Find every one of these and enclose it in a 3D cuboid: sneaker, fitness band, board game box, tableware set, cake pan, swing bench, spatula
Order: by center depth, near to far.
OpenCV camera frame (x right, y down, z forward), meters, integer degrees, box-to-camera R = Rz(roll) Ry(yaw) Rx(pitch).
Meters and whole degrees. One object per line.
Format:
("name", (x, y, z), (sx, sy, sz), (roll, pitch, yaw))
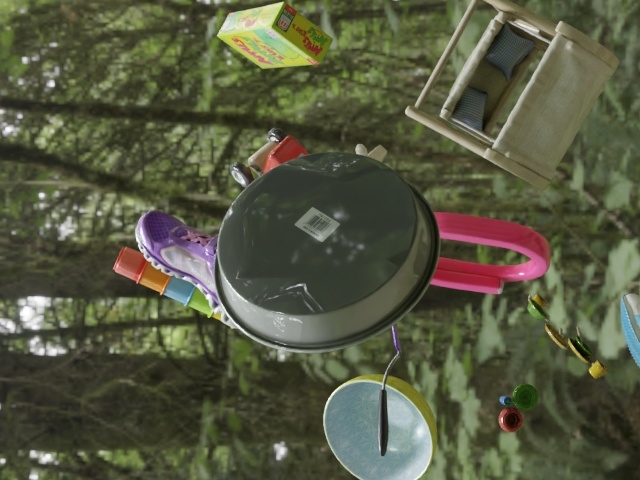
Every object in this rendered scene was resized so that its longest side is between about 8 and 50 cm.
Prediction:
("cake pan", (0.000, 0.000, 1.141), (0.054, 0.293, 0.293), (70, -155, -50))
("board game box", (-0.069, -0.295, 1.337), (0.092, 0.181, 0.043), (31, -99, -30))
("tableware set", (0.358, 0.136, 1.337), (0.154, 0.024, 0.104), (48, -162, 4))
("sneaker", (-0.170, 0.022, 1.378), (0.095, 0.236, 0.105), (-45, -10, -44))
("sneaker", (0.569, 0.174, 1.516), (0.087, 0.092, 0.229), (69, -179, -46))
("swing bench", (0.333, -0.261, 1.592), (0.165, 0.254, 0.253), (13, -72, -58))
("fitness band", (0.266, 0.025, 1.657), (0.209, 0.290, 0.054), (88, -169, -64))
("spatula", (0.133, 0.270, 1.789), (0.084, 0.030, 0.297), (61, -144, -64))

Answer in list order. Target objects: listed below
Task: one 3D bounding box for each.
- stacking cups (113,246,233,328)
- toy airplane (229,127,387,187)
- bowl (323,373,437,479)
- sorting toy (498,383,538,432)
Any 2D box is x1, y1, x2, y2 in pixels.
("stacking cups", (-0.326, 0.098, 2.160), (0.096, 0.316, 0.096), (-59, 12, 21))
("toy airplane", (-0.022, -0.035, 1.999), (0.384, 0.272, 0.386), (-5, -57, -54))
("bowl", (0.170, 0.442, 2.253), (0.156, 0.289, 0.290), (-30, -59, -56))
("sorting toy", (0.378, 0.323, 1.793), (0.102, 0.061, 0.042), (-57, 3, -6))
